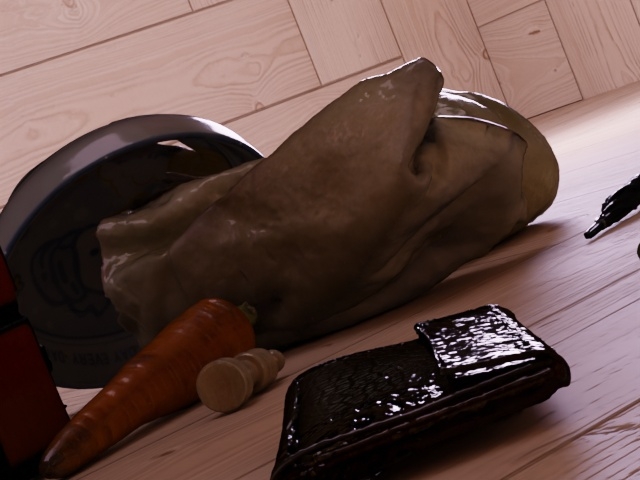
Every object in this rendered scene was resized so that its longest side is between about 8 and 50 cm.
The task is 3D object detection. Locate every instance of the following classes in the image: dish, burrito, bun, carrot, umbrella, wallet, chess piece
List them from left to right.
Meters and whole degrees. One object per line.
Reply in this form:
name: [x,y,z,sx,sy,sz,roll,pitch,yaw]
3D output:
dish: [-0.179,-0.017,1.521,0.273,0.134,0.273,-22,-40,-20]
carrot: [-0.119,0.105,1.217,0.061,0.061,0.257,-19,11,37]
chess piece: [-0.046,0.086,1.164,0.035,0.035,0.092,-20,0,23]
burrito: [-0.002,-0.001,1.348,0.332,0.190,0.135,-23,38,31]
wallet: [0.039,0.068,0.824,0.133,0.039,0.243,-22,3,2]
bun: [0.085,-0.055,1.558,0.259,0.160,0.259,-19,2,1]
umbrella: [0.262,-0.046,1.388,0.044,0.044,0.269,19,27,18]

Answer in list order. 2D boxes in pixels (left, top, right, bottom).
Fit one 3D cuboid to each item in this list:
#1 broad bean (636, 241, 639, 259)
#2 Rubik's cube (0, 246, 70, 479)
broad bean: [0.240,-0.020,0.914,0.195,0.046,0.061,-21,5,37]
Rubik's cube: [-0.374,0.083,1.147,0.288,0.283,0.293,-21,0,27]
